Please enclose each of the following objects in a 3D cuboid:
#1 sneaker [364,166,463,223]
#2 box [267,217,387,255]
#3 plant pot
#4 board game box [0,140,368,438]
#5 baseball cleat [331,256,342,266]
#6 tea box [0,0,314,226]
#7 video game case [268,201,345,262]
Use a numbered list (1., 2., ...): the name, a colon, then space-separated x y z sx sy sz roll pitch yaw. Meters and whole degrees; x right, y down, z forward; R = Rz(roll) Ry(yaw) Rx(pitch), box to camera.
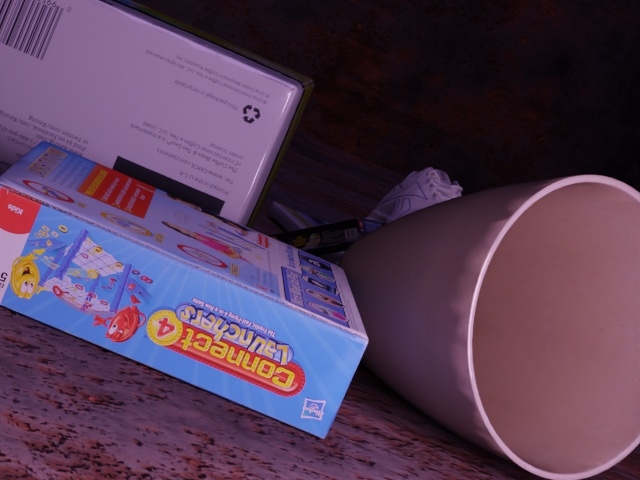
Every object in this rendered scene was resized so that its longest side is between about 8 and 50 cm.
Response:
1. sneaker: 0.135 -0.037 2.150 0.111 0.129 0.297 32 -4 -18
2. box: 0.000 0.000 1.916 0.137 0.027 0.094 -11 -7 21
3. plant pot: 0.137 0.062 1.483 0.256 0.256 0.274 18 -6 -37
4. board game box: -0.123 0.029 1.362 0.302 0.086 0.308 23 7 -6
5. baseball cleat: 0.086 0.038 1.932 0.206 0.072 0.109 4 15 -27
6. tea box: -0.202 -0.131 1.734 0.329 0.220 0.323 24 7 -1
7. video game case: 0.043 0.014 2.255 0.193 0.023 0.212 21 9 -23
